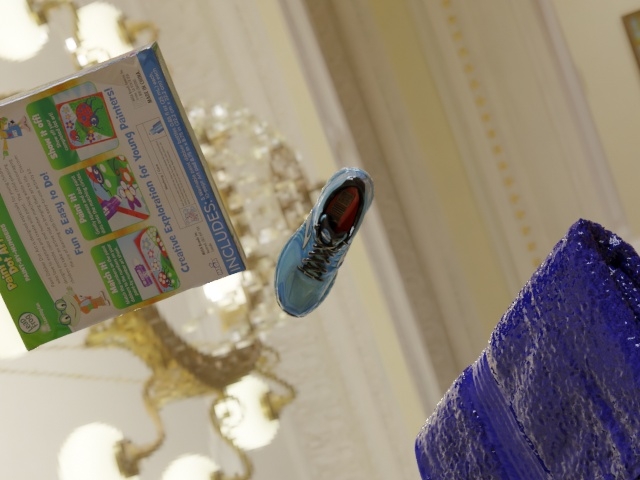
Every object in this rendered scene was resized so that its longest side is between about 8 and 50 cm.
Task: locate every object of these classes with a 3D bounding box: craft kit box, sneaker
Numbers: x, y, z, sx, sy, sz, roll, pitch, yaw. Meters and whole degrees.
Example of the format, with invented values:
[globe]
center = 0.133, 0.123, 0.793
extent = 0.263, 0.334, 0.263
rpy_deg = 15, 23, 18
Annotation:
[craft kit box]
center = -0.233, -0.042, 1.380
extent = 0.061, 0.247, 0.249
rpy_deg = -101, -10, -74
[sneaker]
center = 0.000, 0.000, 1.336
extent = 0.073, 0.063, 0.162
rpy_deg = -84, 19, -88

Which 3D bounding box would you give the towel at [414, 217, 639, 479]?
[towel]
center = 0.186, 0.160, 1.073
extent = 0.076, 0.308, 0.227
rpy_deg = -8, -127, -35
